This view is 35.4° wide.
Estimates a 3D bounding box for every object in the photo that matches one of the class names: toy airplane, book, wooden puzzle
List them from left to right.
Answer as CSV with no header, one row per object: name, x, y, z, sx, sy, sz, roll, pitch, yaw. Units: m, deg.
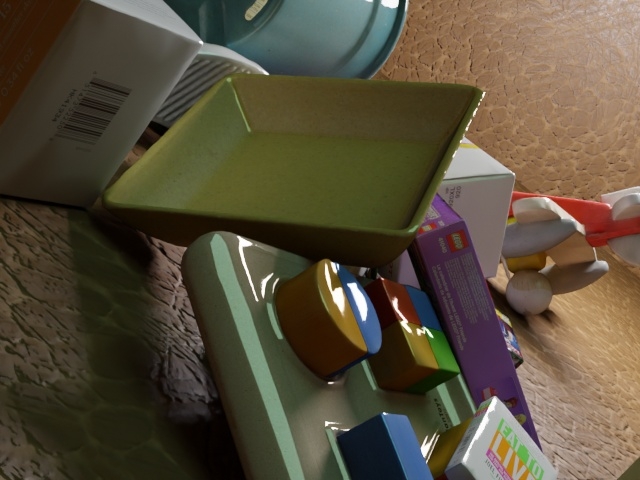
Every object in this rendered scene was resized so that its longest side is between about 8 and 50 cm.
wooden puzzle,0.060,0.147,0.878,0.347,0.080,0.322,14,48,-52
book,0.158,0.206,0.877,0.096,0.035,0.144,55,25,-1
toy airplane,0.434,0.013,1.861,0.386,0.273,0.384,18,-10,-18

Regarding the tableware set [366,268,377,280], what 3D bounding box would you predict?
tableware set,0.075,0.014,1.327,0.024,0.154,0.104,2,20,-4

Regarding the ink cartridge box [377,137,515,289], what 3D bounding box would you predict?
ink cartridge box,0.139,-0.059,1.445,0.168,0.171,0.233,-8,30,-22

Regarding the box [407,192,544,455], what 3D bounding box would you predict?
box,0.161,0.095,1.130,0.201,0.057,0.293,-109,178,-76

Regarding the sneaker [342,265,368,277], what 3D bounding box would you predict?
sneaker,0.000,0.000,1.299,0.118,0.110,0.292,17,20,-12

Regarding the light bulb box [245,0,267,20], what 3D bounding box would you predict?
light bulb box,-0.232,-0.564,1.822,0.358,0.361,0.225,30,17,-26

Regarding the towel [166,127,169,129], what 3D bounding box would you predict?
towel,-0.167,-0.214,1.529,0.227,0.076,0.308,36,16,-4

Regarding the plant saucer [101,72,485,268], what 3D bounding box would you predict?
plant saucer,-0.013,-0.076,1.092,0.332,0.081,0.333,6,34,20

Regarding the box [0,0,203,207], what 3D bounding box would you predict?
box,-0.319,-0.229,0.998,0.345,0.215,0.168,46,18,26

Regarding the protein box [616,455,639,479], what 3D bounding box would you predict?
protein box,0.421,0.372,1.101,0.199,0.136,0.201,26,20,-34

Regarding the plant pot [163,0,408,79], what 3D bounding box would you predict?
plant pot,-0.083,-0.382,1.476,0.341,0.341,0.334,43,18,15

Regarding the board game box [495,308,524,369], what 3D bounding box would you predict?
board game box,0.193,0.119,1.434,0.194,0.060,0.194,36,18,-9

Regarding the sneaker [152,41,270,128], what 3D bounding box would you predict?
sneaker,-0.213,-0.230,1.309,0.365,0.135,0.150,13,30,-38
